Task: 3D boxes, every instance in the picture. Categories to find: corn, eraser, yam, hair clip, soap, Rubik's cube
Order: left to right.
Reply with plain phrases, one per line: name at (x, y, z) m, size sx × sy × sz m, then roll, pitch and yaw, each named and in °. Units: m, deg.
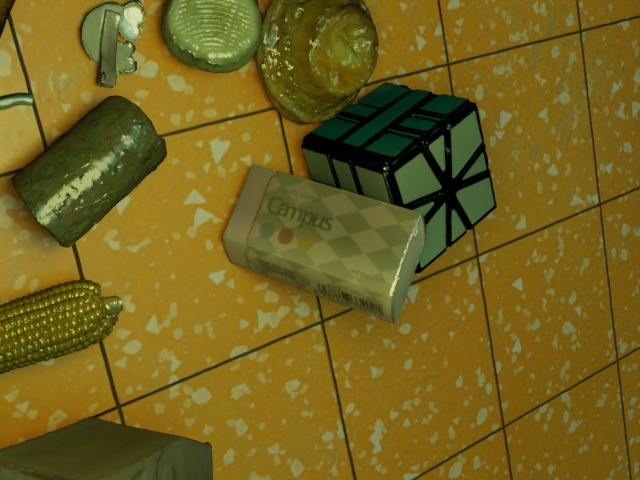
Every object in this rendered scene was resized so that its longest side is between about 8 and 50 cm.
corn at (-0.523, 0.160, 1.432) m, size 0.346 × 0.130 × 0.130 m, roll -16°, pitch 105°, yaw -28°
yam at (-0.418, -0.125, 1.449) m, size 0.268 × 0.161 × 0.161 m, roll -47°, pitch 118°, yaw -17°
soap at (-0.370, 0.501, 1.410) m, size 0.435 × 0.212 × 0.351 m, roll -6°, pitch 97°, yaw -72°
hair clip at (-0.391, -0.372, 1.503) m, size 0.116 × 0.049 × 0.172 m, roll 6°, pitch 90°, yaw -38°
eraser at (0.001, 0.000, 1.606) m, size 0.082 × 0.396 × 0.213 m, roll 33°, pitch 76°, yaw -63°
Rubik's cube at (0.170, -0.142, 1.731) m, size 0.288 × 0.283 × 0.294 m, roll -35°, pitch 124°, yaw -25°

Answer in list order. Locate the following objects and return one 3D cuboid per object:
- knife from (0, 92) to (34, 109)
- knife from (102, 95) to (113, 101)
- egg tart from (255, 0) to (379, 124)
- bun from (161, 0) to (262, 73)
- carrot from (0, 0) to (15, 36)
knife at (-0.602, -0.229, 1.400) m, size 0.210 × 0.015 × 0.028 m, roll -19°, pitch 112°, yaw -30°
knife at (-0.386, -0.231, 1.545) m, size 0.027 × 0.010 × 0.096 m, roll -37°, pitch 116°, yaw -23°
egg tart at (0.013, -0.401, 1.689) m, size 0.341 × 0.129 × 0.341 m, roll -15°, pitch 115°, yaw -35°
bun at (-0.214, -0.413, 1.567) m, size 0.195 × 0.118 × 0.196 m, roll 1°, pitch 87°, yaw -17°
carrot at (-0.574, -0.375, 1.362) m, size 0.082 × 0.082 × 0.173 m, roll 23°, pitch 86°, yaw -33°
